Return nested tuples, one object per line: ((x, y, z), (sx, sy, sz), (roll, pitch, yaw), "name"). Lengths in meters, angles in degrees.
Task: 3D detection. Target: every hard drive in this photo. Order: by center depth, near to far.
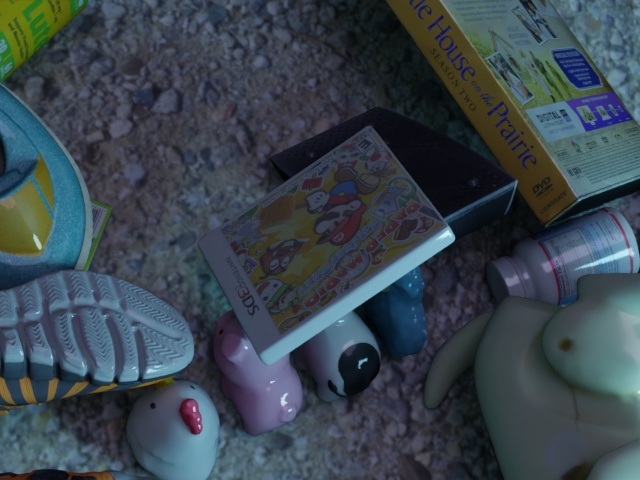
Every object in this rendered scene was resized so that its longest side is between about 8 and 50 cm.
((0.077, -0.061, 1.786), (0.172, 0.054, 0.255), (-27, 35, -24), "hard drive")

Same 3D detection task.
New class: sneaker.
((-0.295, 0.127, 1.614), (0.321, 0.180, 0.124), (4, 50, -24), "sneaker")

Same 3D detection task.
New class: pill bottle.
((-0.329, -0.280, 1.781), (0.136, 0.136, 0.245), (41, 63, 2), "pill bottle")
((0.274, 0.027, 1.862), (0.160, 0.087, 0.087), (-20, 76, -11), "pill bottle")

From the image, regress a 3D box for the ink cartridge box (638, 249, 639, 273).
((0.460, 0.009, 1.896), (0.165, 0.065, 0.332), (5, 58, 33), "ink cartridge box")

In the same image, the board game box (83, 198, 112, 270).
((-0.362, -0.027, 1.725), (0.259, 0.039, 0.124), (24, 66, -10), "board game box")

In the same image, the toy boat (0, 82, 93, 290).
((-0.380, -0.016, 1.618), (0.318, 0.148, 0.267), (-38, 85, -23), "toy boat")

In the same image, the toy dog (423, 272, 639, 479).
((0.267, 0.256, 1.658), (0.395, 0.284, 0.408), (4, 72, 19), "toy dog")

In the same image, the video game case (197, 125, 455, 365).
((0.000, 0.000, 1.679), (0.227, 0.026, 0.206), (-34, 41, 1), "video game case")

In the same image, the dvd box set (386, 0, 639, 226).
((0.211, -0.220, 1.876), (0.420, 0.062, 0.307), (56, 29, 9), "dvd box set")

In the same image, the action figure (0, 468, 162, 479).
((-0.338, 0.303, 1.547), (0.330, 0.178, 0.341), (22, 102, -12), "action figure")

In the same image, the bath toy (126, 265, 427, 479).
((-0.047, 0.122, 1.709), (0.348, 0.129, 0.151), (-30, 76, -24), "bath toy")
